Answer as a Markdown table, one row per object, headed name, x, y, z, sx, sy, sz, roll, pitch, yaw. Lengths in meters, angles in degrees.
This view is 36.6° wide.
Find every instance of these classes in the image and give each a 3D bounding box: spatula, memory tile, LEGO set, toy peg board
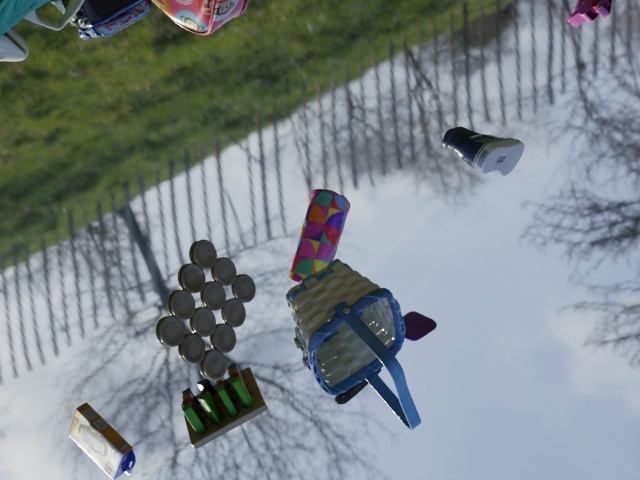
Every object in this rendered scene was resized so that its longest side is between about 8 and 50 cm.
| name | x | y | z | sx | sy | sz | roll | pitch | yaw |
| --- | --- | --- | --- | --- | --- | --- | --- | --- | --- |
| spatula | 0.131 | 0.241 | 2.001 | 0.084 | 0.030 | 0.296 | 22 | -127 | 38 |
| memory tile | -0.136 | 0.083 | 1.165 | 0.012 | 0.113 | 0.148 | -13 | -134 | 42 |
| LEGO set | 0.398 | -0.433 | 1.512 | 0.093 | 0.087 | 0.227 | -27 | -144 | 47 |
| toy peg board | -0.206 | 0.304 | 1.911 | 0.161 | 0.079 | 0.161 | -28 | -155 | -4 |

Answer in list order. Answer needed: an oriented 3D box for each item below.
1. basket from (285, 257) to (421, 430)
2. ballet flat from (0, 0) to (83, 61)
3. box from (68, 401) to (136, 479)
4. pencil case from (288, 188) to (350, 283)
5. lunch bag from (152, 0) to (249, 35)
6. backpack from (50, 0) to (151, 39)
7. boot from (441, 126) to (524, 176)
| name | x | y | z | sx | sy | sz | roll | pitch | yaw |
| --- | --- | --- | --- | --- | --- | --- | --- | --- | --- |
| basket | 0.074 | 0.199 | 1.778 | 0.201 | 0.255 | 0.289 | -37 | -128 | -14 |
| ballet flat | -0.311 | -0.233 | 0.987 | 0.247 | 0.087 | 0.083 | -36 | -146 | 11 |
| box | -0.376 | 0.352 | 1.675 | 0.028 | 0.136 | 0.081 | -30 | 154 | -45 |
| pencil case | 0.000 | 0.000 | 2.231 | 0.104 | 0.237 | 0.104 | 14 | 179 | 0 |
| lunch bag | -0.223 | -0.488 | 1.480 | 0.120 | 0.293 | 0.258 | -40 | 166 | -33 |
| backpack | -0.431 | -0.463 | 1.873 | 0.158 | 0.117 | 0.173 | -39 | -153 | -29 |
| boot | 0.271 | -0.155 | 1.601 | 0.086 | 0.069 | 0.190 | 35 | -163 | 22 |
